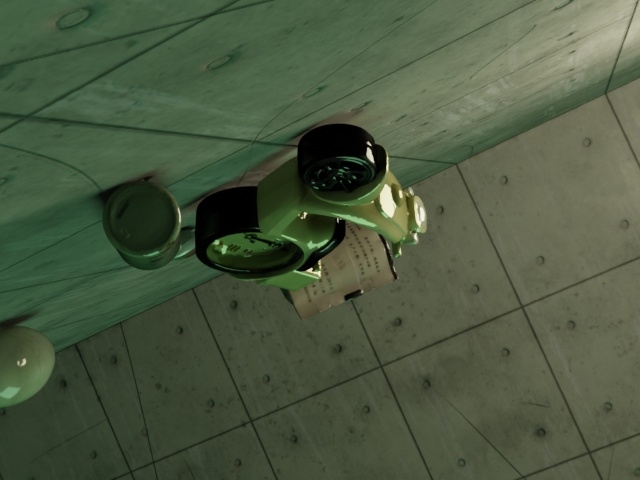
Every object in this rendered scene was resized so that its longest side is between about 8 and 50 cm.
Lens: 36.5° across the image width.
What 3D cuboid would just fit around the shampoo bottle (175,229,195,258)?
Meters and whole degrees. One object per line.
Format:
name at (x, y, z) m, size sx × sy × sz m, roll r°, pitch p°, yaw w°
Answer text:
shampoo bottle at (-0.241, 0.009, 1.673) m, size 0.072 × 0.043 × 0.099 m, roll -24°, pitch 177°, yaw 1°

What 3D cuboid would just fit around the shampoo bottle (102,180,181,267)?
shampoo bottle at (-0.210, -0.010, 1.173) m, size 0.085 × 0.085 × 0.262 m, roll -24°, pitch 178°, yaw -10°

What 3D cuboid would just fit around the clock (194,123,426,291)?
clock at (-0.008, -0.037, 1.407) m, size 0.276 × 0.120 × 0.379 m, roll 20°, pitch 149°, yaw -39°

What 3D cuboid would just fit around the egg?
egg at (-0.599, 0.240, 1.874) m, size 0.151 × 0.151 × 0.209 m, roll -26°, pitch -177°, yaw 26°

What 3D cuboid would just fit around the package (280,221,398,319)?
package at (0.000, 0.000, 1.722) m, size 0.203 × 0.251 × 0.062 m, roll -21°, pitch 153°, yaw -18°
